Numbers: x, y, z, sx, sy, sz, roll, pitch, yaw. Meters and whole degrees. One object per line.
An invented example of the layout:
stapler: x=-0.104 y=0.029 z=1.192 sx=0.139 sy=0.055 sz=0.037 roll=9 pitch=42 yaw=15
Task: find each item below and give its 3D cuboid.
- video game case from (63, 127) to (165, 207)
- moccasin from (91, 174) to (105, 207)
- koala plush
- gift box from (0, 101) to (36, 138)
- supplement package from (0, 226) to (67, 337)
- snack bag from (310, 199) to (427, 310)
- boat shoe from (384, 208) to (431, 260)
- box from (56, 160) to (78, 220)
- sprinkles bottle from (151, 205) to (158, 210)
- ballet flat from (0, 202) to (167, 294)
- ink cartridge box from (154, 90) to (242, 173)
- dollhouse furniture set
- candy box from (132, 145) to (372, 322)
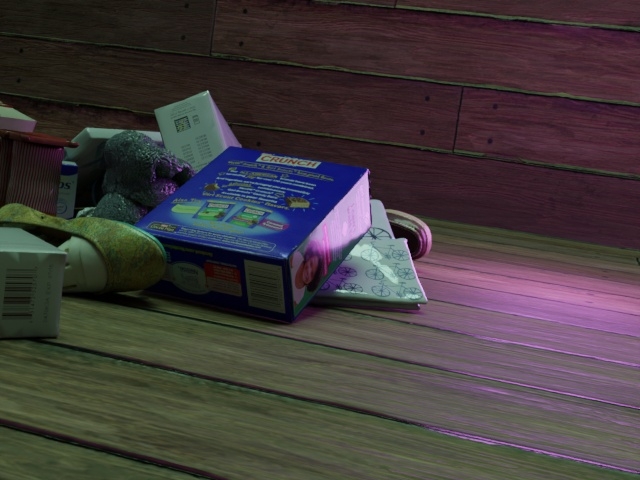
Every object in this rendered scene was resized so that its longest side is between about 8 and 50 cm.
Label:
video game case: x=-0.536 y=-0.166 z=2.211 sx=0.300 sy=0.036 sz=0.329 roll=-35 pitch=-12 yaw=25
moccasin: x=-0.409 y=-0.119 z=2.263 sx=0.116 sy=0.138 sz=0.342 roll=-7 pitch=0 yaw=29
koala plush: x=-0.349 y=-0.067 z=1.701 sx=0.196 sy=0.221 sz=0.203 roll=20 pitch=-18 yaw=30
gift box: x=-0.915 y=-0.241 z=2.364 sx=0.255 sy=0.276 sz=0.258 roll=23 pitch=7 yaw=13
supplement package: x=-0.388 y=0.046 z=1.115 sx=0.105 sy=0.105 sz=0.179 roll=2 pitch=9 yaw=-36
snack bag: x=0.000 y=0.000 z=1.630 sx=0.323 sy=0.037 sz=0.342 roll=5 pitch=33 yaw=-12
boat shoe: x=0.075 y=-0.006 z=2.064 sx=0.342 sy=0.123 sz=0.123 roll=11 pitch=22 yaw=29
box: x=-0.596 y=-0.106 z=2.000 sx=0.126 sy=0.137 sz=0.072 roll=5 pitch=8 yaw=-22
sprinkles bottle: x=-0.175 y=-0.019 z=1.811 sx=0.355 sy=0.121 sz=0.121 roll=10 pitch=7 yaw=20
ballet flat: x=-0.382 y=0.023 z=1.362 sx=0.348 sy=0.123 sz=0.123 roll=13 pitch=9 yaw=32
ink cartridge box: x=-0.230 y=-0.131 z=2.040 sx=0.130 sy=0.272 sz=0.309 roll=-19 pitch=-19 yaw=2
dollhouse furniture set: x=-0.661 y=-0.111 z=1.710 sx=0.374 sy=0.201 sz=0.152 roll=3 pitch=8 yaw=-38
candy box: x=-0.098 y=-0.022 z=1.469 sx=0.268 sy=0.122 sz=0.317 roll=11 pitch=34 yaw=22
